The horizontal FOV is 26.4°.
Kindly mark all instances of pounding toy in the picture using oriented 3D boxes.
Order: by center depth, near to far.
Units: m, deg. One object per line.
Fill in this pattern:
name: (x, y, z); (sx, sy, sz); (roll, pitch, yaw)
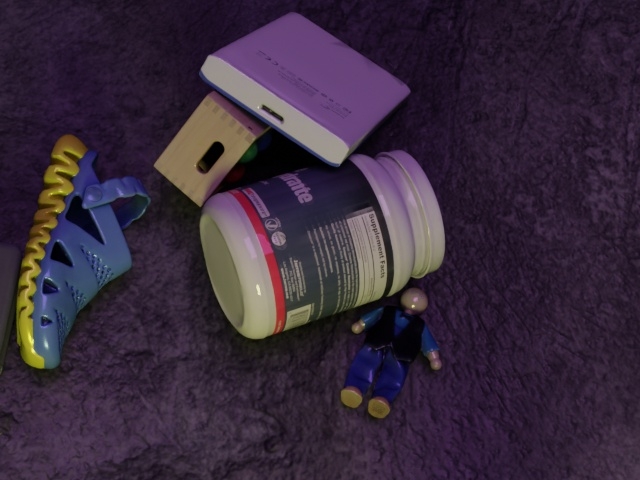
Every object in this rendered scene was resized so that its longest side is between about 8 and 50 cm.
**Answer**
pounding toy: (-0.129, -0.122, 1.799); (0.094, 0.181, 0.206); (41, 26, 0)

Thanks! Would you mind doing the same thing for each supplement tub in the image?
supplement tub: (0.000, 0.000, 1.732); (0.272, 0.191, 0.191); (-18, 68, -18)

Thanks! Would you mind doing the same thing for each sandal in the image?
sandal: (-0.300, 0.015, 1.713); (0.138, 0.126, 0.317); (14, 64, -8)

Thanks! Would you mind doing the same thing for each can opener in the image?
can opener: (-0.423, 0.132, 1.654); (0.093, 0.074, 0.280); (13, 62, -3)

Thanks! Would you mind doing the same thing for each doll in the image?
doll: (0.096, 0.140, 1.763); (0.129, 0.046, 0.189); (20, 55, 10)

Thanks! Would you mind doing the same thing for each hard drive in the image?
hard drive: (-0.011, -0.209, 1.812); (0.210, 0.040, 0.319); (34, 25, 4)
